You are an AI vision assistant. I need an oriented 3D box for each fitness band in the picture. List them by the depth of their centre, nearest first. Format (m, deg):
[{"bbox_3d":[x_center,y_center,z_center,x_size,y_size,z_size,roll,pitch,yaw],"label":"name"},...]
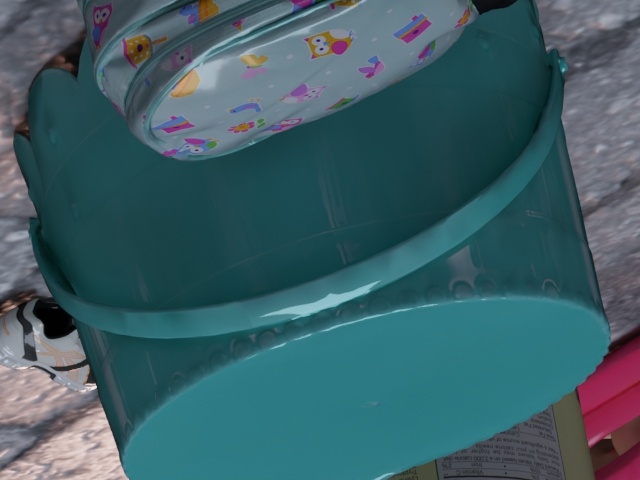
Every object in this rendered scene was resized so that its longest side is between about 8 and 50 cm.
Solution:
[{"bbox_3d":[0.211,0.150,1.431,0.291,0.054,0.209,-39,-173,42],"label":"fitness band"}]

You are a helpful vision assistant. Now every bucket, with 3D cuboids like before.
[{"bbox_3d":[0.000,0.000,0.941,0.281,0.183,0.281,-14,156,-6],"label":"bucket"}]

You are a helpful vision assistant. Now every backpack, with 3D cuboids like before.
[{"bbox_3d":[-0.011,-0.111,0.772,0.182,0.115,0.152,-23,155,8],"label":"backpack"}]

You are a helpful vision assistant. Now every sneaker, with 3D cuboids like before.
[{"bbox_3d":[-0.150,0.061,1.157,0.043,0.040,0.109,-31,153,26],"label":"sneaker"}]

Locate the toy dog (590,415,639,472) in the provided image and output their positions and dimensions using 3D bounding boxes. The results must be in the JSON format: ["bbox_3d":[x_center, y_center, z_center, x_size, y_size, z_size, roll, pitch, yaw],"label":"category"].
[{"bbox_3d":[0.341,0.296,1.619,0.284,0.395,0.408,-24,-155,-37],"label":"toy dog"}]

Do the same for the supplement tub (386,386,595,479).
[{"bbox_3d":[0.072,0.217,1.250,0.235,0.325,0.235,-5,149,-3],"label":"supplement tub"}]
